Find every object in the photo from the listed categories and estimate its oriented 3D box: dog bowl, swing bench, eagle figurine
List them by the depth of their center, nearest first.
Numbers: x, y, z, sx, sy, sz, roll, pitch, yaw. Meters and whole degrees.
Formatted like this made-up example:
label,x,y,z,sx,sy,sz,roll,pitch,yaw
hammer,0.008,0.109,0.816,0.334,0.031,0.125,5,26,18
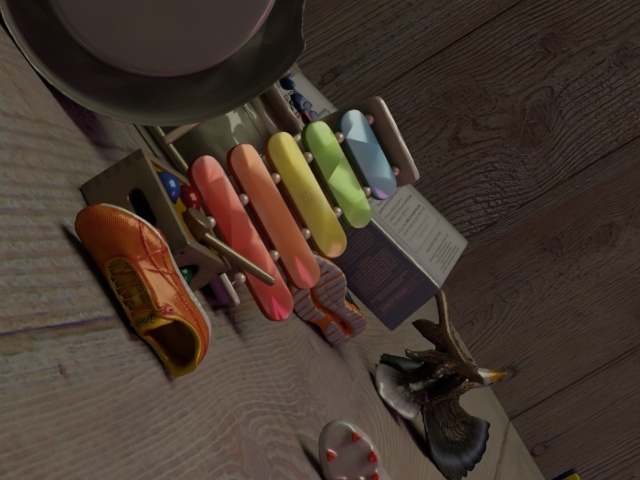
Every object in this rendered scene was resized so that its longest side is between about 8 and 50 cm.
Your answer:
label,x,y,z,sx,sy,sz,roll,pitch,yaw
dog bowl,-0.166,-0.297,1.374,0.348,0.349,0.102,56,-4,-20
swing bench,-0.117,-0.149,1.711,0.253,0.165,0.254,56,3,-16
eagle figurine,0.200,0.249,2.209,0.298,0.225,0.226,102,9,-59

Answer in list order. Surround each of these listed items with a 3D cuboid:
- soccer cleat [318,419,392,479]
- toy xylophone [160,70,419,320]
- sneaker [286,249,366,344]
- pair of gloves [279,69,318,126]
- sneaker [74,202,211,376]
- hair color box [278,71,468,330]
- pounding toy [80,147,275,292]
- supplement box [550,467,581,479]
label,x,y,z,sx,sy,sz,roll,pitch,yaw
soccer cleat,0.050,0.276,1.510,0.196,0.068,0.076,56,-7,-23
toy xylophone,-0.047,-0.070,1.525,0.236,0.323,0.081,55,-30,-16
sneaker,-0.004,0.069,1.882,0.083,0.084,0.215,60,-1,35
pair of gloves,-0.035,-0.193,1.697,0.198,0.023,0.159,57,4,-13
sneaker,-0.150,0.041,1.155,0.175,0.064,0.067,53,20,-19
hair color box,0.035,-0.063,1.986,0.374,0.113,0.185,45,29,-2
pounding toy,-0.133,-0.004,1.273,0.141,0.100,0.130,62,9,20
supplement box,0.383,0.539,2.049,0.195,0.194,0.356,57,9,-11
